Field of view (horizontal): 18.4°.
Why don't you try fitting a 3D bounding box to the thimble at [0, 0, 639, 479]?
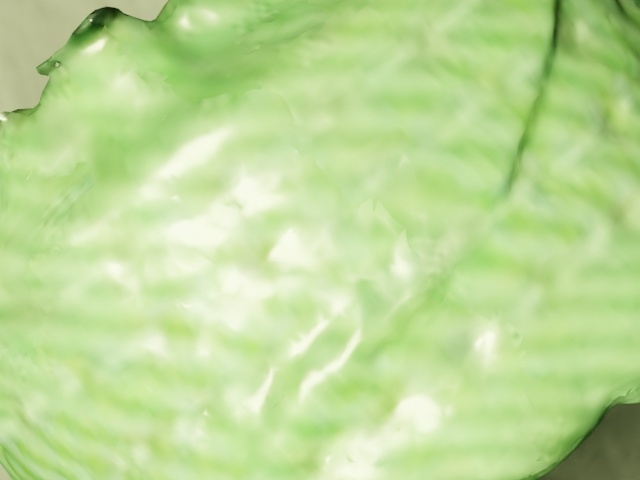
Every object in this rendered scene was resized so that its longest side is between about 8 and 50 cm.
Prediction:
[{"bbox_3d":[0.000,0.000,0.526,0.219,0.219,0.150,-36,92,22],"label":"thimble"}]
